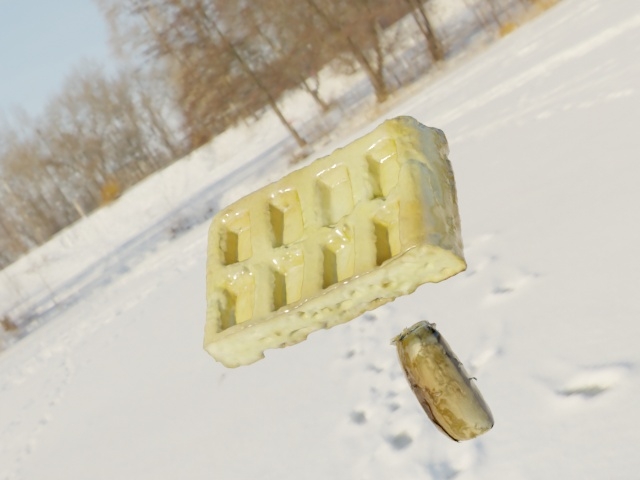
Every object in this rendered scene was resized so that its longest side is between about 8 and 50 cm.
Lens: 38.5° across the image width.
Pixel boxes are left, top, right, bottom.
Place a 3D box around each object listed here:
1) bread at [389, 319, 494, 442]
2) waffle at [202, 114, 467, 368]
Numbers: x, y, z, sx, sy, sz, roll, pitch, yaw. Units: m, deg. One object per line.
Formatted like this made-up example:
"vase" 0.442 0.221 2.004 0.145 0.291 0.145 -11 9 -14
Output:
"bread" 0.101 0.119 0.776 0.053 0.106 0.072 -35 1 0
"waffle" 0.000 0.000 0.855 0.274 0.057 0.168 -26 48 28
